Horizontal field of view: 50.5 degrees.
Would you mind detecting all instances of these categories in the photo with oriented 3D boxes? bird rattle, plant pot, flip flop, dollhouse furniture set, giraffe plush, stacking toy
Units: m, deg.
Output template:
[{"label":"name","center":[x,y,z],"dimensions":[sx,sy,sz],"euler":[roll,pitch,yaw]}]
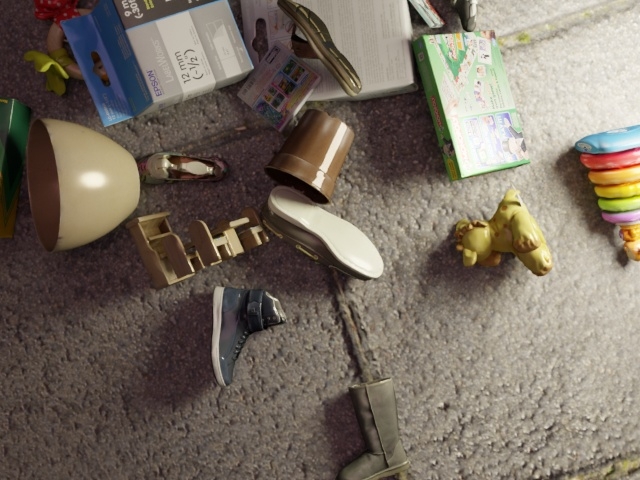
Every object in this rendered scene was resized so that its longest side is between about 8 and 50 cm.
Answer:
[{"label":"bird rattle","center":[-0.560,-0.458,1.557],"dimensions":[0.207,0.143,0.253],"euler":[9,75,-10]},{"label":"plant pot","center":[-0.506,-0.123,1.474],"dimensions":[0.191,0.284,0.284],"euler":[-7,88,-35]},{"label":"flip flop","center":[-0.013,-0.417,1.481],"dimensions":[0.080,0.112,0.277],"euler":[-38,86,28]},{"label":"plant pot","center":[-0.014,-0.189,1.506],"dimensions":[0.167,0.167,0.165],"euler":[28,81,1]},{"label":"dollhouse furniture set","center":[-0.276,-0.015,1.476],"dimensions":[0.242,0.212,0.161],"euler":[-24,90,27]},{"label":"giraffe plush","center":[0.391,-0.002,1.499],"dimensions":[0.170,0.181,0.210],"euler":[-27,99,21]},{"label":"stacking toy","center":[0.679,-0.096,1.507],"dimensions":[0.166,0.175,0.301],"euler":[-12,102,1]}]

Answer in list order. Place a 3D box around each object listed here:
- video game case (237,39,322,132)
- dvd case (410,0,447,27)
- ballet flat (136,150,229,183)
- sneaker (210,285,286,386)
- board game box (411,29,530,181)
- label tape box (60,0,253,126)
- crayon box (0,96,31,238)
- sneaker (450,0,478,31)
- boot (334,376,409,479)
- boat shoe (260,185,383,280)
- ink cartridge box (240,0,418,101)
[{"label":"video game case","center":[-0.094,-0.350,1.543],"dimensions":[0.143,0.019,0.157],"euler":[42,103,13]},{"label":"dvd case","center":[0.242,-0.517,1.530],"dimensions":[0.013,0.119,0.087],"euler":[-38,89,29]},{"label":"ballet flat","center":[-0.319,-0.166,1.542],"dimensions":[0.222,0.079,0.076],"euler":[2,89,1]},{"label":"sneaker","center":[-0.160,0.217,1.525],"dimensions":[0.163,0.086,0.226],"euler":[1,87,3]},{"label":"board game box","center":[0.337,-0.303,1.505],"dimensions":[0.214,0.046,0.317],"euler":[-13,88,-29]},{"label":"label tape box","center":[-0.355,-0.427,1.484],"dimensions":[0.348,0.115,0.249],"euler":[-23,97,-15]},{"label":"crayon box","center":[-0.873,-0.183,1.536],"dimensions":[0.363,0.106,0.313],"euler":[8,89,1]},{"label":"sneaker","center":[0.284,-0.577,1.551],"dimensions":[0.132,0.086,0.228],"euler":[-5,78,5]},{"label":"boot","center":[0.099,0.428,1.522],"dimensions":[0.190,0.076,0.208],"euler":[-16,95,-14]},{"label":"boat shoe","center":[0.002,-0.003,1.528],"dimensions":[0.305,0.091,0.109],"euler":[35,45,-4]},{"label":"ink cartridge box","center":[0.018,-0.470,1.563],"dimensions":[0.385,0.091,0.308],"euler":[-6,89,17]}]
